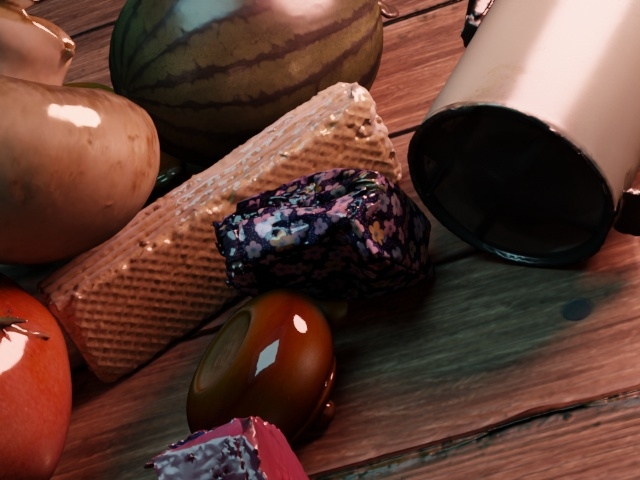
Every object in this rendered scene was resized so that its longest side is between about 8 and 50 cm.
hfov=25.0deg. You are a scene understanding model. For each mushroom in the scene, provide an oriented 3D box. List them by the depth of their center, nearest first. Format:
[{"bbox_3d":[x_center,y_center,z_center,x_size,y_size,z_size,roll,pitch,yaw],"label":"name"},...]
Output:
[{"bbox_3d":[-0.339,-0.130,1.484,0.362,0.362,0.295,16,96,40],"label":"mushroom"}]

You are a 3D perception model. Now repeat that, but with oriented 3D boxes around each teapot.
[{"bbox_3d":[-0.052,0.157,1.396,0.252,0.135,0.178,-62,13,-14],"label":"teapot"}]

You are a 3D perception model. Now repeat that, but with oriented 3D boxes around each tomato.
[{"bbox_3d":[-0.403,0.173,1.451,0.341,0.273,0.341,-7,35,5],"label":"tomato"}]

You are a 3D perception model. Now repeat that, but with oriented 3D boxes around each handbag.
[{"bbox_3d":[0.000,0.000,1.481,0.207,0.228,0.127,-6,80,19],"label":"handbag"}]

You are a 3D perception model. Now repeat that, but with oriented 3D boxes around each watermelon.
[{"bbox_3d":[-0.075,-0.235,1.724,0.359,0.279,0.279,-31,37,-24],"label":"watermelon"}]

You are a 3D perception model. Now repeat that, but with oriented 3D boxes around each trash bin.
[{"bbox_3d":[0.240,-0.138,1.492,0.277,0.217,0.262,23,54,14],"label":"trash bin"}]

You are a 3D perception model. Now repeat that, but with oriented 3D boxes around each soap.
[{"bbox_3d":[-0.053,0.247,1.178,0.099,0.250,0.162,-22,40,7],"label":"soap"}]

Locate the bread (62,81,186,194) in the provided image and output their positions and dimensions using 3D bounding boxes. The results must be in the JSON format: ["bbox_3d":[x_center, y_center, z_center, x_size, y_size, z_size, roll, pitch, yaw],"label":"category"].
[{"bbox_3d":[-0.316,-0.111,1.814,0.262,0.163,0.204,-26,26,-4],"label":"bread"}]

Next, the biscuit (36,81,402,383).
[{"bbox_3d":[-0.104,-0.016,1.600,0.426,0.144,0.078,-34,38,-13],"label":"biscuit"}]
